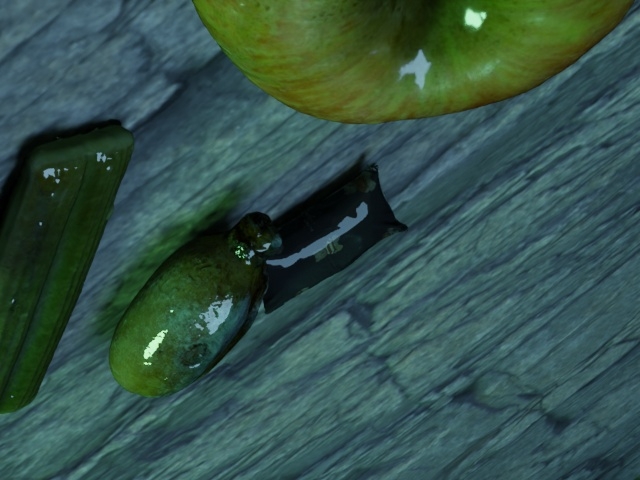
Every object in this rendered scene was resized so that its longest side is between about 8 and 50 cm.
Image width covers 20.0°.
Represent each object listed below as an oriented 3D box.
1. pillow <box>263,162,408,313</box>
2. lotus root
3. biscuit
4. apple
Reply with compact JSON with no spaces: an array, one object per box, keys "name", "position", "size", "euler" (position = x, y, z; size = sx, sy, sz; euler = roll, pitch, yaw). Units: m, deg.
[{"name":"pillow","position":[0.000,0.001,1.573],"size":[0.150,0.048,0.090],"euler":[-32,154,-5]},{"name":"lotus root","position":[-0.099,0.051,1.498],"size":[0.192,0.088,0.113],"euler":[-52,165,24]},{"name":"biscuit","position":[-0.222,0.039,1.393],"size":[0.099,0.038,0.322],"euler":[-16,146,-39]},{"name":"apple","position":[0.056,-0.222,1.118],"size":[0.309,0.250,0.277],"euler":[4,144,-27]}]
